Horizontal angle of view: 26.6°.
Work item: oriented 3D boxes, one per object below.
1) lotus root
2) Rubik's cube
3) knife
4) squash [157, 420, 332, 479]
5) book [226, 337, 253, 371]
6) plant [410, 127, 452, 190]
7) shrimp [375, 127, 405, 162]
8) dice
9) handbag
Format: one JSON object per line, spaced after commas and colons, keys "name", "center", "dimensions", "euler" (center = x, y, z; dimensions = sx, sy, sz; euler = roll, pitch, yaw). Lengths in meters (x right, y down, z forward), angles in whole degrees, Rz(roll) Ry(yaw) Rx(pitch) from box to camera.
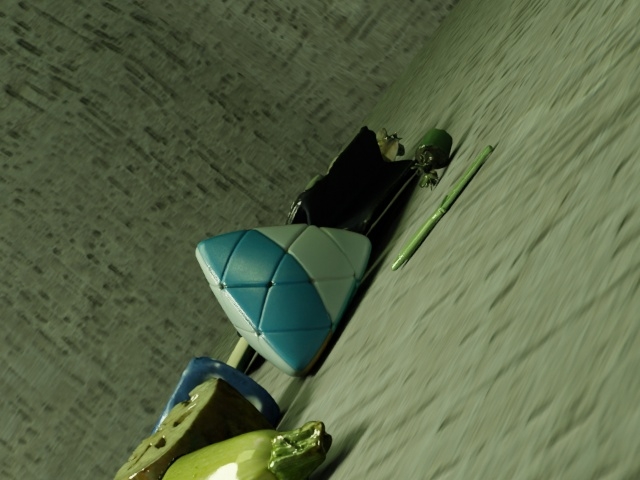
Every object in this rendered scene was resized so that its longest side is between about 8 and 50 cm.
{"name": "lotus root", "center": [-0.153, 0.279, 1.730], "dimensions": [0.235, 0.119, 0.138], "euler": [-46, 13, -33]}
{"name": "Rubik's cube", "center": [-0.015, 0.088, 1.907], "dimensions": [0.254, 0.254, 0.254], "euler": [-55, 4, 6]}
{"name": "knife", "center": [0.150, -0.039, 1.685], "dimensions": [0.207, 0.014, 0.030], "euler": [-53, 3, 19]}
{"name": "squash", "center": [-0.088, 0.252, 1.393], "dimensions": [0.137, 0.137, 0.287], "euler": [-58, 7, -33]}
{"name": "book", "center": [-0.083, 0.101, 2.647], "dimensions": [0.379, 0.031, 0.264], "euler": [-61, -3, -12]}
{"name": "plant", "center": [0.156, -0.113, 1.936], "dimensions": [0.051, 0.051, 0.102], "euler": [-50, 12, 51]}
{"name": "shrimp", "center": [0.059, -0.063, 2.452], "dimensions": [0.360, 0.085, 0.247], "euler": [-59, 5, 41]}
{"name": "dice", "center": [-0.153, 0.257, 1.891], "dimensions": [0.146, 0.146, 0.143], "euler": [-58, 3, -21]}
{"name": "handbag", "center": [0.000, 0.000, 2.173], "dimensions": [0.329, 0.122, 0.303], "euler": [-57, -4, 34]}
